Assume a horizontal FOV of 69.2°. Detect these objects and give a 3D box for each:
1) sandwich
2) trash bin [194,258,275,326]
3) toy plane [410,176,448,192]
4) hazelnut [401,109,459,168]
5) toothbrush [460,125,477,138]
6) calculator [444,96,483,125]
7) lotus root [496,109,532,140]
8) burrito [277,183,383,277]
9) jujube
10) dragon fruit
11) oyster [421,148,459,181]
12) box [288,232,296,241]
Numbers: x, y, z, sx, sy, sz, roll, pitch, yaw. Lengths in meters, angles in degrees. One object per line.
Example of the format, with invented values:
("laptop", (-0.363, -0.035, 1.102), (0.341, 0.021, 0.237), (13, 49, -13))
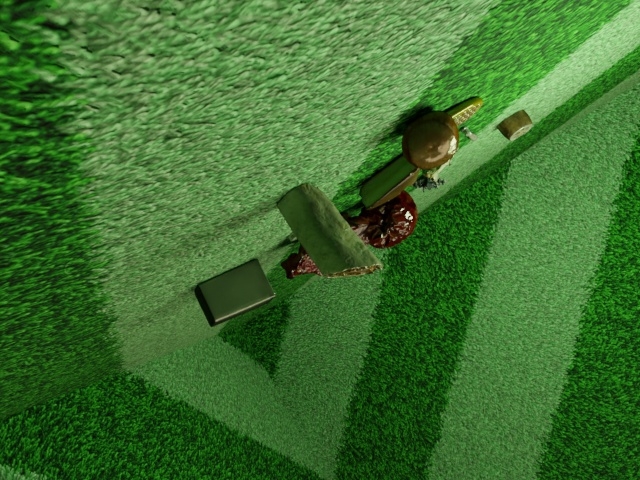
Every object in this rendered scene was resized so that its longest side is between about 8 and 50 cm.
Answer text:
("sandwich", (0.234, -0.197, 1.499), (0.244, 0.090, 0.088), (-38, 164, 30))
("trash bin", (-0.313, 0.196, 1.694), (0.241, 0.164, 0.122), (-24, 169, -30))
("toy plane", (0.468, -0.251, 1.990), (0.160, 0.082, 0.234), (-4, 176, 12))
("hazelnut", (0.276, -0.264, 1.185), (0.150, 0.150, 0.150), (-29, 171, -5))
("toothbrush", (0.544, -0.378, 1.673), (0.025, 0.029, 0.307), (-40, 168, 23))
("calculator", (0.359, -0.334, 1.321), (0.235, 0.032, 0.146), (-30, 171, -6))
("lotus root", (0.769, -0.456, 1.833), (0.122, 0.081, 0.112), (-31, 164, 6))
("burrito", (0.022, -0.012, 1.202), (0.143, 0.299, 0.105), (-31, 168, -29))
("jujube", (0.268, -0.087, 1.822), (0.232, 0.213, 0.213), (-40, 167, 33))
("dragon fruit", (-0.004, -0.007, 1.787), (0.329, 0.228, 0.286), (-12, 139, -17))
("oyster", (0.453, -0.294, 1.765), (0.209, 0.072, 0.133), (-48, 169, -16))
("box", (-0.071, -0.026, 1.688), (0.083, 0.024, 0.054), (-19, 164, -47))
